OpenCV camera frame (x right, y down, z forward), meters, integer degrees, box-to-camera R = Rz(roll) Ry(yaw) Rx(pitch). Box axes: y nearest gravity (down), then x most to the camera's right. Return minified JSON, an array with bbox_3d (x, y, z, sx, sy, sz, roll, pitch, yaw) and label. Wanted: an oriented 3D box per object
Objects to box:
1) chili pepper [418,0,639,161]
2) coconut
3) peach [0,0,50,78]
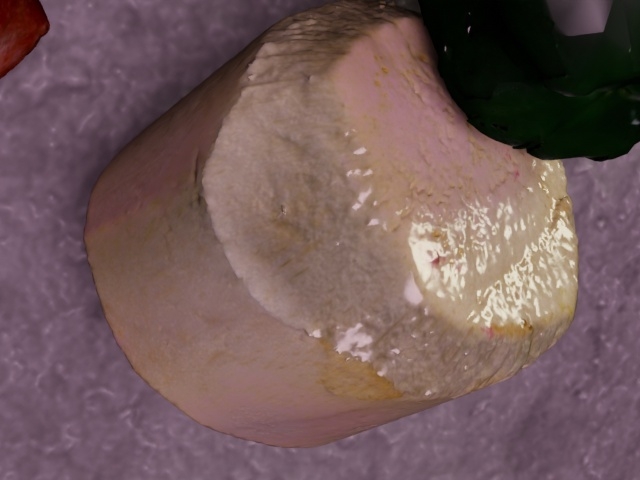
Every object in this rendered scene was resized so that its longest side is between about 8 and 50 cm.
[{"bbox_3d":[0.124,-0.176,0.520,0.173,0.165,0.261,-2,77,-26],"label":"chili pepper"},{"bbox_3d":[0.000,0.000,0.613,0.239,0.244,0.239,17,61,-35],"label":"coconut"},{"bbox_3d":[-0.283,-0.100,0.544,0.267,0.159,0.154,14,106,-22],"label":"peach"}]
